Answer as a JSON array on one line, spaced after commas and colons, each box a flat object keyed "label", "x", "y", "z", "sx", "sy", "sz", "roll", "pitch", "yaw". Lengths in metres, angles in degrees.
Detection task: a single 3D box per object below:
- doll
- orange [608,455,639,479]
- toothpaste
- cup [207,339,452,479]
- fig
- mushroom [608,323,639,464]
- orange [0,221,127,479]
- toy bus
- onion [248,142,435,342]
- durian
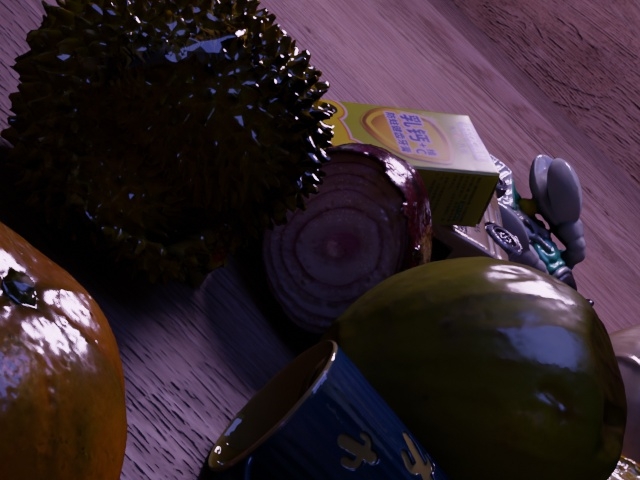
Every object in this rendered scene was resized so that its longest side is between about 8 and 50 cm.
[{"label": "doll", "x": 0.304, "y": -0.020, "z": 1.800, "sx": 0.258, "sy": 0.153, "sz": 0.195, "roll": 36, "pitch": 49, "yaw": -10}, {"label": "orange", "x": 0.244, "y": 0.269, "z": 1.157, "sx": 0.134, "sy": 0.156, "sz": 0.156, "roll": 10, "pitch": 7, "yaw": 25}, {"label": "toothpaste", "x": 0.019, "y": -0.086, "z": 1.330, "sx": 0.328, "sy": 0.077, "sz": 0.110, "roll": 4, "pitch": 38, "yaw": -20}, {"label": "cup", "x": 0.006, "y": 0.185, "z": 0.926, "sx": 0.155, "sy": 0.131, "sz": 0.176, "roll": 45, "pitch": 50, "yaw": -9}, {"label": "fig", "x": 0.117, "y": 0.131, "z": 1.076, "sx": 0.271, "sy": 0.239, "sz": 0.239, "roll": 6, "pitch": 35, "yaw": -19}, {"label": "mushroom", "x": 0.408, "y": 0.210, "z": 1.325, "sx": 0.292, "sy": 0.290, "sz": 0.292, "roll": 18, "pitch": 65, "yaw": -44}, {"label": "orange", "x": -0.205, "y": 0.073, "z": 0.651, "sx": 0.240, "sy": 0.171, "sz": 0.240, "roll": 36, "pitch": 22, "yaw": -17}, {"label": "toy bus", "x": 0.131, "y": -0.022, "z": 1.517, "sx": 0.157, "sy": 0.139, "sz": 0.289, "roll": 33, "pitch": 26, "yaw": -15}, {"label": "onion", "x": 0.000, "y": 0.000, "z": 1.228, "sx": 0.218, "sy": 0.195, "sz": 0.140, "roll": 7, "pitch": 1, "yaw": 20}, {"label": "durian", "x": -0.119, "y": -0.094, "z": 1.051, "sx": 0.293, "sy": 0.258, "sz": 0.258, "roll": 35, "pitch": 22, "yaw": -37}]
